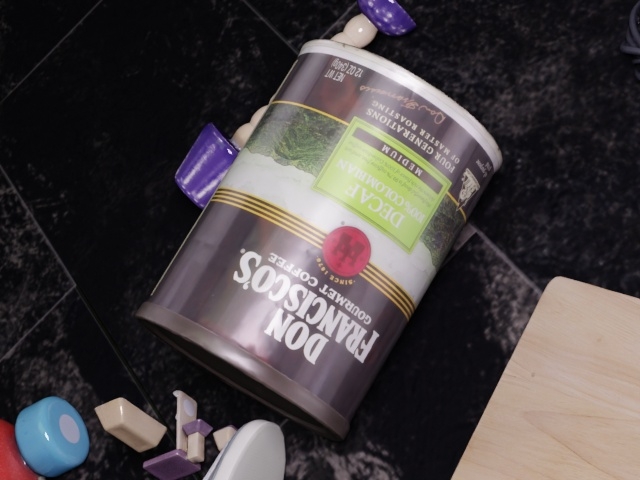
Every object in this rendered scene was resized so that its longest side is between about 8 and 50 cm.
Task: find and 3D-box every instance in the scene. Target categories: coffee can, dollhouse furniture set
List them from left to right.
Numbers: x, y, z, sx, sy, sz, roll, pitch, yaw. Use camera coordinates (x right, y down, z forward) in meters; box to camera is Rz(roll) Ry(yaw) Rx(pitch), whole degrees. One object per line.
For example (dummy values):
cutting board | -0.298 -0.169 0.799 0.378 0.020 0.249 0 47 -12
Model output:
dollhouse furniture set | -0.135 0.144 1.350 0.091 0.114 0.081 -24 46 25
coffee can | 0.000 0.000 1.280 0.201 0.201 0.275 21 76 43

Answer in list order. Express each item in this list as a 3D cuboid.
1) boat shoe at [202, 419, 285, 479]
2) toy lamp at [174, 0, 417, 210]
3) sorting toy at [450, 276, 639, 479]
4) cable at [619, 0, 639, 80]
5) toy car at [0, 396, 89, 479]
boat shoe | -0.105 0.251 1.279 0.081 0.079 0.228 13 74 36
toy lamp | -0.030 -0.139 1.481 0.274 0.080 0.080 -45 46 3
sorting toy | 0.230 0.183 1.069 0.257 0.089 0.255 17 74 42
cable | 0.328 -0.173 1.257 0.150 0.047 0.184 -35 48 14
toy car | -0.361 0.228 1.374 0.219 0.238 0.210 -27 49 19
